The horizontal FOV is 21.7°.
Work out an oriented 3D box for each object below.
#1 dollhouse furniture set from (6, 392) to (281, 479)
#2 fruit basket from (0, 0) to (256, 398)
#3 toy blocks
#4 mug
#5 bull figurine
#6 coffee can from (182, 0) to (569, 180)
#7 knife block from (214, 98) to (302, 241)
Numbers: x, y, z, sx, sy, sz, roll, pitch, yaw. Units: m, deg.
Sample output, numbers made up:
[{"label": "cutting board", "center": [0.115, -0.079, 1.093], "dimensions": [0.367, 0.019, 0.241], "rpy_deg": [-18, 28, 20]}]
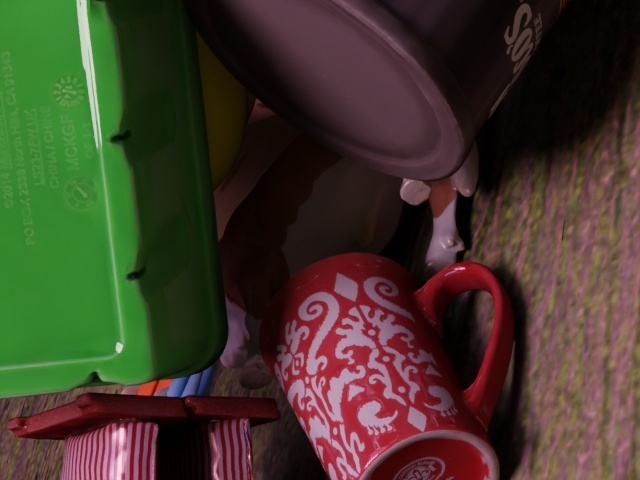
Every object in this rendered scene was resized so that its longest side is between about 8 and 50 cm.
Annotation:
[{"label": "dollhouse furniture set", "center": [-0.178, 0.240, 1.177], "dimensions": [0.374, 0.152, 0.201], "rpy_deg": [-25, 65, 51]}, {"label": "fruit basket", "center": [-0.179, -0.084, 1.102], "dimensions": [0.392, 0.283, 0.392], "rpy_deg": [174, 90, -88]}, {"label": "toy blocks", "center": [-0.120, 0.133, 1.302], "dimensions": [0.123, 0.054, 0.148], "rpy_deg": [-114, 41, -56]}, {"label": "mug", "center": [0.046, 0.085, 1.012], "dimensions": [0.150, 0.113, 0.169], "rpy_deg": [-57, 31, 20]}, {"label": "bull figurine", "center": [0.000, 0.000, 1.181], "dimensions": [0.310, 0.101, 0.188], "rpy_deg": [-54, 32, 26]}, {"label": "coffee can", "center": [0.073, -0.205, 1.023], "dimensions": [0.275, 0.201, 0.201], "rpy_deg": [-55, 23, -17]}, {"label": "knife block", "center": [-0.087, 0.007, 1.376], "dimensions": [0.276, 0.242, 0.088], "rpy_deg": [-19, 29, -9]}]
